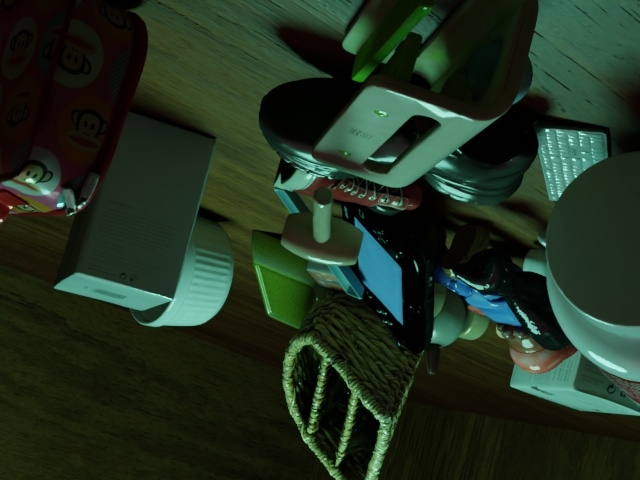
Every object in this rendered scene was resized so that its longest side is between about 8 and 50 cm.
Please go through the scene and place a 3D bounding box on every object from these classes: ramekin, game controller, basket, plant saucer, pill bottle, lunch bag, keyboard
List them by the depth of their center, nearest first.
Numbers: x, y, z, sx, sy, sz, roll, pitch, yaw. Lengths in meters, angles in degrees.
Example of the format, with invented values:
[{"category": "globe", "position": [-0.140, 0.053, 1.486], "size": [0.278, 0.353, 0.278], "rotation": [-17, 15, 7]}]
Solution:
[{"category": "lunch bag", "position": [-0.316, -0.125, 1.378], "size": [0.120, 0.258, 0.293], "rotation": [25, 166, -39]}, {"category": "pill bottle", "position": [0.371, 0.054, 1.421], "size": [0.229, 0.229, 0.408], "rotation": [10, 168, 27]}, {"category": "keyboard", "position": [0.274, -0.078, 1.454], "size": [0.072, 0.014, 0.256], "rotation": [12, 169, 16]}, {"category": "game controller", "position": [0.090, 0.036, 1.834], "size": [0.166, 0.067, 0.319], "rotation": [39, 160, 23]}, {"category": "plant saucer", "position": [0.000, 0.000, 1.914], "size": [0.192, 0.018, 0.067], "rotation": [54, 170, -13]}, {"category": "basket", "position": [0.031, 0.245, 2.185], "size": [0.214, 0.223, 0.299], "rotation": [21, 145, 6]}, {"category": "ramekin", "position": [-0.234, 0.049, 2.281], "size": [0.109, 0.207, 0.207], "rotation": [12, 172, -34]}, {"category": "plant saucer", "position": [-0.040, 0.090, 2.295], "size": [0.188, 0.045, 0.188], "rotation": [21, 141, 33]}]

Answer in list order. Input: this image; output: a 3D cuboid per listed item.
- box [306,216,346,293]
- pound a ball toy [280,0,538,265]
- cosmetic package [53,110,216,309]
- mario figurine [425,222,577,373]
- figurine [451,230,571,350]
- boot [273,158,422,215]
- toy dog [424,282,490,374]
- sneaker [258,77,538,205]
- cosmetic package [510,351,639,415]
[{"category": "box", "position": [0.080, 0.035, 2.063], "size": [0.171, 0.091, 0.130], "rotation": [12, 168, 14]}, {"category": "pound a ball toy", "position": [0.075, -0.091, 1.157], "size": [0.136, 0.208, 0.319], "rotation": [17, 168, -7]}, {"category": "cosmetic package", "position": [-0.253, -0.034, 1.826], "size": [0.138, 0.224, 0.224], "rotation": [16, 169, -16]}, {"category": "mario figurine", "position": [0.275, 0.058, 1.951], "size": [0.320, 0.170, 0.198], "rotation": [37, -166, -36]}, {"category": "figurine", "position": [0.307, 0.044, 1.715], "size": [0.215, 0.092, 0.209], "rotation": [-25, 140, 36]}, {"category": "boot", "position": [0.043, -0.081, 1.578], "size": [0.176, 0.088, 0.244], "rotation": [16, 177, -4]}, {"category": "toy dog", "position": [0.146, 0.149, 2.347], "size": [0.220, 0.160, 0.334], "rotation": [18, 168, -13]}, {"category": "sneaker", "position": [0.083, -0.116, 1.346], "size": [0.286, 0.109, 0.130], "rotation": [8, 164, -10]}, {"category": "cosmetic package", "position": [0.430, 0.188, 2.184], "size": [0.151, 0.151, 0.184], "rotation": [21, 168, -20]}]
